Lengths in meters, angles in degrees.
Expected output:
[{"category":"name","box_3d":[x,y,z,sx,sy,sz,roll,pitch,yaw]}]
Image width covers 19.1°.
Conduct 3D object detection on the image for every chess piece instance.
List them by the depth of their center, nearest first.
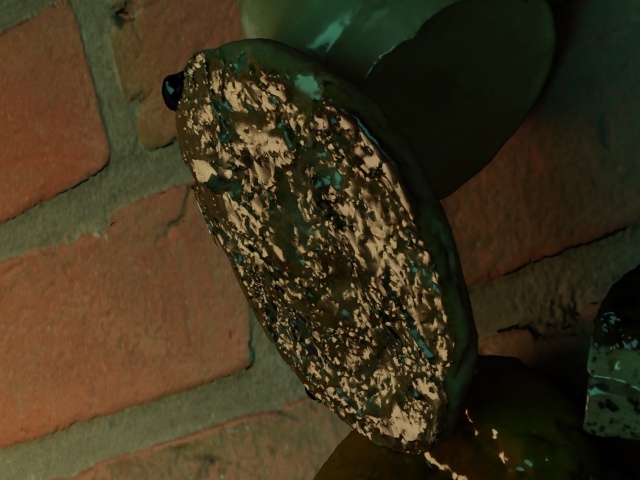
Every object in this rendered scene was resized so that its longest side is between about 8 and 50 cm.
[{"category":"chess piece","box_3d":[-0.016,-0.240,1.629,0.442,0.234,0.234,49,124,34]}]

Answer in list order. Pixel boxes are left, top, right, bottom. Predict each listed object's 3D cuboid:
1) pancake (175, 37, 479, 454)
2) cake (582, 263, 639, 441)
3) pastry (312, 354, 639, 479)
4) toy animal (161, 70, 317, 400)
[{"category":"pancake","box_3d":[-0.002,0.001,1.477,0.356,0.065,0.356,37,146,30]},{"category":"cake","box_3d":[0.330,0.096,1.447,0.246,0.135,0.112,11,116,12]},{"category":"pastry","box_3d":[0.111,0.258,1.543,0.356,0.164,0.356,-20,61,40]},{"category":"toy animal","box_3d":[-0.042,-0.028,1.727,0.324,0.090,0.195,64,165,12]}]
